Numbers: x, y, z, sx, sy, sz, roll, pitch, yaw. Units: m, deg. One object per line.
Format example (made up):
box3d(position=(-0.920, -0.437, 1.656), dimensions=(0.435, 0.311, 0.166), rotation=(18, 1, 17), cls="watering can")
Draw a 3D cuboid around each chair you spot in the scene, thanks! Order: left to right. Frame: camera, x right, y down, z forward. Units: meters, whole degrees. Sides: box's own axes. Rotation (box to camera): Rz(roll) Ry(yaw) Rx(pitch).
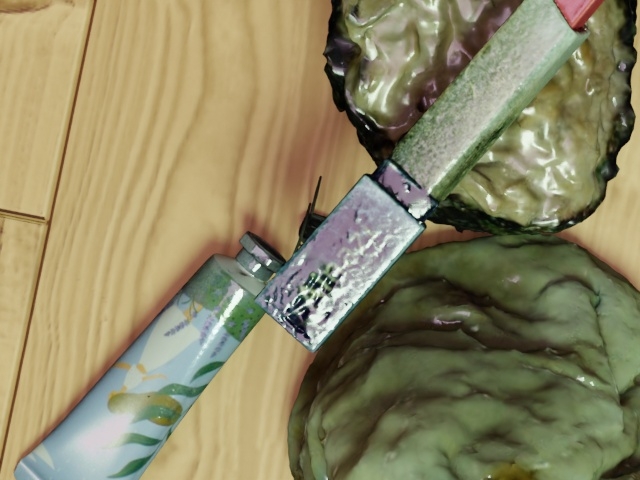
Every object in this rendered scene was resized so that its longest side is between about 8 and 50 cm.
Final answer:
box3d(position=(0.000, 0.000, 1.071), dimensions=(0.037, 0.042, 0.086), rotation=(22, 125, 9), cls="chair")

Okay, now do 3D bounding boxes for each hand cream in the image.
box3d(position=(-0.115, 0.104, 1.073), dimensions=(0.088, 0.055, 0.256), rotation=(41, 99, 12), cls="hand cream")

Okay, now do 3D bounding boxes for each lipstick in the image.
box3d(position=(0.082, -0.066, 0.889), dimensions=(0.051, 0.051, 0.312), rotation=(42, 96, 5), cls="lipstick")

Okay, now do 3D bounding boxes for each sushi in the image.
box3d(position=(0.102, -0.176, 0.998), dimensions=(0.211, 0.171, 0.350), rotation=(-2, 88, 7), cls="sushi")

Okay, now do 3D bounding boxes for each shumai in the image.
box3d(position=(0.120, 0.143, 0.932), dimensions=(0.309, 0.263, 0.304), rotation=(14, 90, 8), cls="shumai")
